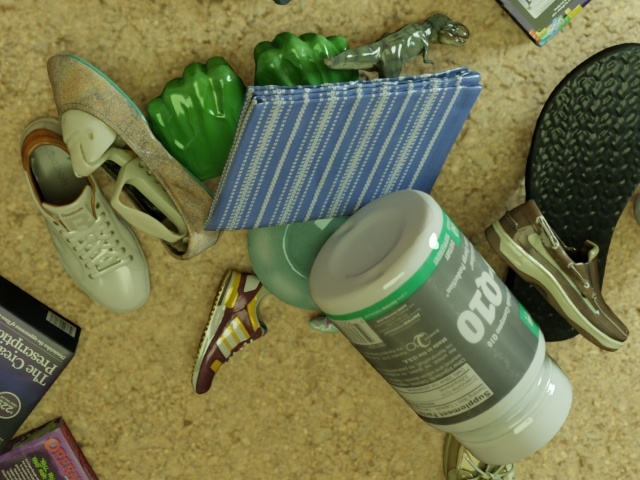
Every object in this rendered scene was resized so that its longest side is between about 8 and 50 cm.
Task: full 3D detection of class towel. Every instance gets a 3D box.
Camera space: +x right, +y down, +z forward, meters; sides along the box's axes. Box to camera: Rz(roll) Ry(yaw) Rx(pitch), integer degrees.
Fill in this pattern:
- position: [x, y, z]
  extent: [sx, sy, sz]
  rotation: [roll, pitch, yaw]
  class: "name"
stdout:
- position: [0.029, -0.115, 1.777]
  extent: [0.336, 0.040, 0.243]
  rotation: [-8, 142, -28]
  class: "towel"

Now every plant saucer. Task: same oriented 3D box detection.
- position: [0.000, 0.000, 1.897]
  extent: [0.195, 0.037, 0.195]
  rotation: [-1, 95, -12]
  class: "plant saucer"

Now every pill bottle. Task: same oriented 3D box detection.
- position: [0.166, 0.122, 1.855]
  extent: [0.204, 0.204, 0.361]
  rotation: [-39, 117, 7]
  class: "pill bottle"

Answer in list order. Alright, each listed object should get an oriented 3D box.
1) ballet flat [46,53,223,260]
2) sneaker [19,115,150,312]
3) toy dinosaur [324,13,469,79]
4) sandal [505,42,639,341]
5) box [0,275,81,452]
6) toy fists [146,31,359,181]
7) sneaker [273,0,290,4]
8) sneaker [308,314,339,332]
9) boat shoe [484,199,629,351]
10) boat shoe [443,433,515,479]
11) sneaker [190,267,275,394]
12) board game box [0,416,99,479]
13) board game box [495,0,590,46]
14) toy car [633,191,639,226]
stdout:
- position: [-0.247, -0.098, 1.779]
  extent: [0.316, 0.107, 0.106]
  rotation: [45, 54, -10]
  class: "ballet flat"
- position: [-0.315, -0.016, 1.842]
  extent: [0.106, 0.123, 0.290]
  rotation: [-28, 108, 1]
  class: "sneaker"
- position: [0.083, -0.218, 1.810]
  extent: [0.268, 0.064, 0.118]
  rotation: [-24, 134, -42]
  class: "toy dinosaur"
- position: [0.340, -0.072, 1.907]
  extent: [0.167, 0.107, 0.446]
  rotation: [10, 118, -9]
  class: "sandal"
- position: [-0.482, 0.133, 1.883]
  extent: [0.261, 0.103, 0.184]
  rotation: [35, 103, -14]
  class: "box"
- position: [-0.086, -0.186, 1.825]
  extent: [0.279, 0.096, 0.142]
  rotation: [-18, 123, 1]
  class: "toy fists"
- position: [-0.064, -0.405, 1.785]
  extent: [0.082, 0.069, 0.209]
  rotation: [12, 118, 25]
  class: "sneaker"
- position: [0.031, 0.090, 1.951]
  extent: [0.098, 0.038, 0.069]
  rotation: [-4, 106, -14]
  class: "sneaker"
- position: [0.335, 0.045, 1.860]
  extent: [0.257, 0.095, 0.095]
  rotation: [40, 104, -23]
  class: "boat shoe"
- position: [0.239, 0.384, 2.029]
  extent: [0.104, 0.089, 0.285]
  rotation: [-9, 107, -2]
  class: "boat shoe"
- position: [-0.120, 0.134, 1.932]
  extent: [0.083, 0.069, 0.185]
  rotation: [18, 105, -5]
  class: "sneaker"
- position: [-0.382, 0.442, 2.014]
  extent: [0.208, 0.056, 0.347]
  rotation: [-23, 108, 6]
  class: "board game box"
- position: [0.300, -0.361, 1.833]
  extent: [0.170, 0.048, 0.141]
  rotation: [-43, 104, 8]
  class: "board game box"
- position: [0.524, -0.029, 1.888]
  extent: [0.159, 0.182, 0.136]
  rotation: [-29, 112, -12]
  class: "toy car"
